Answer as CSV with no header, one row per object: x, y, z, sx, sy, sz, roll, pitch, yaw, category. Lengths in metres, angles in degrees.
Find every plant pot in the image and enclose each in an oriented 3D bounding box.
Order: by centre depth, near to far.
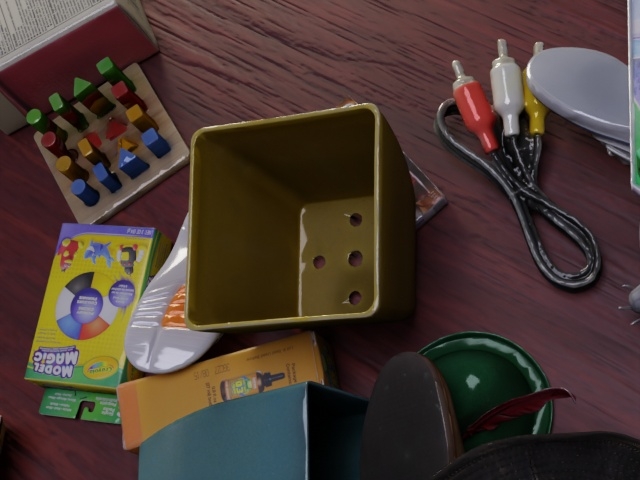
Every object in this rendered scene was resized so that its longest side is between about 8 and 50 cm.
-0.063,0.249,1.371,0.234,0.165,0.166,-12,69,31,plant pot
0.000,0.000,1.422,0.212,0.187,0.212,-6,73,25,plant pot

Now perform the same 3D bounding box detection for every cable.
0.205,-0.077,1.449,0.139,0.072,0.287,-14,64,2,cable

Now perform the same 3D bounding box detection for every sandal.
-0.129,0.053,1.534,0.101,0.076,0.265,12,53,15,sandal

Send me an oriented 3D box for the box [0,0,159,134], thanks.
-0.343,-0.263,1.699,0.232,0.127,0.149,-27,63,9,box

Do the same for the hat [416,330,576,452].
0.133,0.145,1.330,0.208,0.183,0.173,-26,64,9,hat

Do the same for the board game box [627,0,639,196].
0.500,-0.218,1.344,0.389,0.050,0.390,-3,52,16,board game box

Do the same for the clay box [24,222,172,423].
-0.257,0.093,1.570,0.127,0.053,0.222,3,70,22,clay box

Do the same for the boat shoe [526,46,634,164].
0.325,-0.114,1.412,0.258,0.084,0.095,31,61,24,boat shoe

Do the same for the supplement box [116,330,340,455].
-0.097,0.169,1.468,0.233,0.080,0.078,-17,66,15,supplement box

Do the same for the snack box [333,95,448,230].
0.064,-0.083,1.537,0.064,0.022,0.178,-42,62,3,snack box

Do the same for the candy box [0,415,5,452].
-0.524,0.264,1.511,0.316,0.087,0.183,9,70,-6,candy box

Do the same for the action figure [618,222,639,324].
0.427,0.025,1.324,0.285,0.099,0.185,-20,71,16,action figure

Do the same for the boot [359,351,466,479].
0.118,0.256,1.304,0.112,0.115,0.305,-14,82,48,boot

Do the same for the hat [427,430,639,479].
0.226,0.317,1.177,0.331,0.134,0.332,1,84,-10,hat

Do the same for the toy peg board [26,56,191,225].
-0.265,-0.126,1.644,0.161,0.079,0.161,-35,62,5,toy peg board
